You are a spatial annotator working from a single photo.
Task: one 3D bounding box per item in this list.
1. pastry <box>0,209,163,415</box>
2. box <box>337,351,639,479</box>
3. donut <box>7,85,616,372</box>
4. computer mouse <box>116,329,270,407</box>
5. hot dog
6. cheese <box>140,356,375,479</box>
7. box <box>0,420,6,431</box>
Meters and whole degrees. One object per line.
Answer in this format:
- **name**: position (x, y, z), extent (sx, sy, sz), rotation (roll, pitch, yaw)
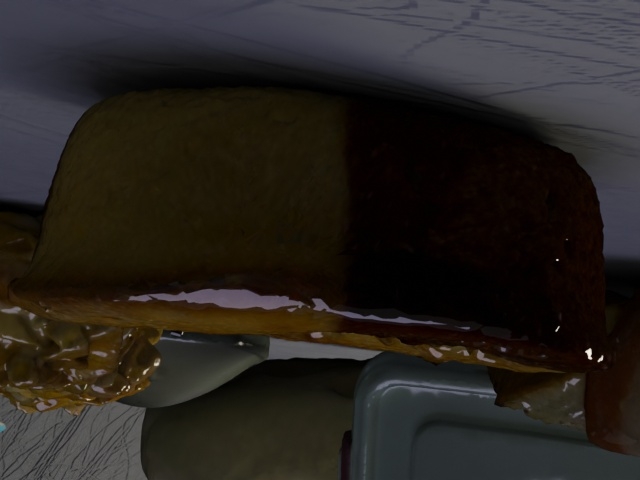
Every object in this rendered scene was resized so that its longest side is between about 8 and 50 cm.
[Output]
- **pastry**: position (-0.169, 0.046, 0.926), extent (0.154, 0.102, 0.250), rotation (-3, 170, -1)
- **box**: position (0.170, 0.145, 0.909), extent (0.294, 0.193, 0.167), rotation (7, -164, 19)
- **donut**: position (0.000, 0.000, 0.498), extent (0.184, 0.073, 0.166), rotation (7, 172, 0)
- **computer mouse**: position (-0.140, 0.086, 1.297), extent (0.197, 0.095, 0.331), rotation (4, 173, -3)
- **hot dog**: position (0.184, 0.062, 0.731), extent (0.262, 0.093, 0.123), rotation (21, -171, 31)
- **cheese**: position (0.023, 0.175, 1.426), extent (0.328, 0.129, 0.351), rotation (-4, -177, -29)
- **box**: position (-0.292, 0.063, 0.951), extent (0.194, 0.073, 0.139), rotation (44, 178, 12)
